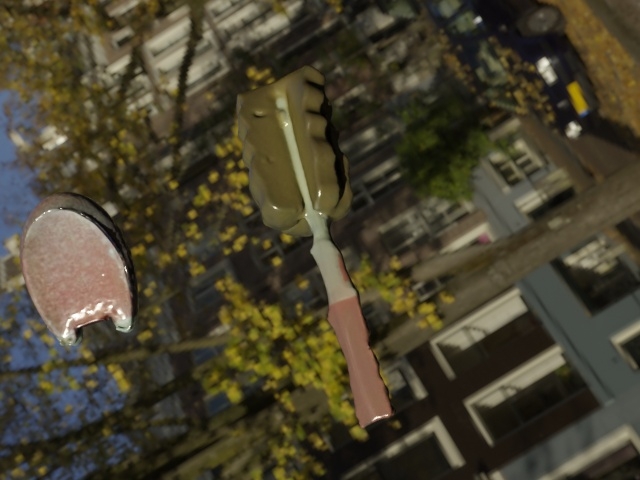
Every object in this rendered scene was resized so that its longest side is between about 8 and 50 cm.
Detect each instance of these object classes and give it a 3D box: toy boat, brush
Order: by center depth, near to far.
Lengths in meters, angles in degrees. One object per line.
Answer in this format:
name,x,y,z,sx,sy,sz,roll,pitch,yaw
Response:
brush,0.000,0.000,0.830,0.071,0.084,0.301,25,-136,-58
toy boat,-0.343,0.036,1.513,0.085,0.155,0.227,-95,-9,-68
